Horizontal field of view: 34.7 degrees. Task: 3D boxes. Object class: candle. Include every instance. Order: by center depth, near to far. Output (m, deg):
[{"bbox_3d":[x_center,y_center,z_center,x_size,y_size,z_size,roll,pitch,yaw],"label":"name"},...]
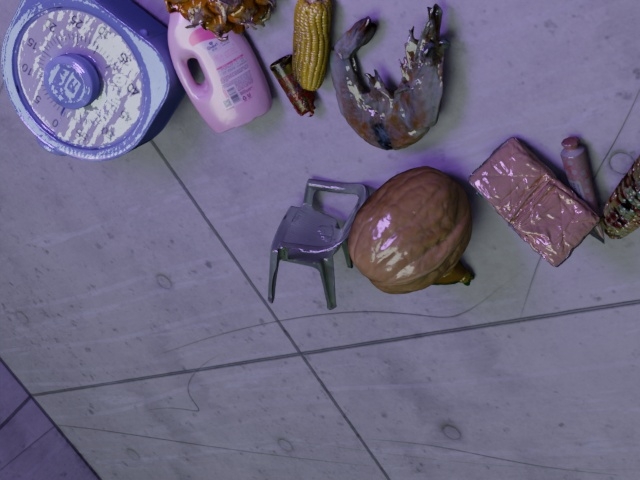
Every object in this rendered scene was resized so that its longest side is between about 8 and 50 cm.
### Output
[{"bbox_3d":[-0.048,-0.300,2.024,0.052,0.052,0.130,-11,118,42],"label":"candle"}]

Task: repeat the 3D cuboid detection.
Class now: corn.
[{"bbox_3d":[0.555,-0.093,1.740,0.086,0.086,0.253,33,142,8],"label":"corn"},{"bbox_3d":[-0.017,-0.372,1.923,0.072,0.072,0.203,23,138,18],"label":"corn"}]

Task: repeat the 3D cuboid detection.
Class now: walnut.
[{"bbox_3d":[0.176,-0.020,1.970,0.225,0.261,0.225,46,172,8],"label":"walnut"}]

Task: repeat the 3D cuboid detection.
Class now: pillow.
[{"bbox_3d":[0.379,-0.071,1.830,0.126,0.043,0.232,-45,75,7],"label":"pillow"}]

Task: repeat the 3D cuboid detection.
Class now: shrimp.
[{"bbox_3d":[0.128,-0.307,1.878,0.247,0.085,0.360,41,143,9],"label":"shrimp"}]

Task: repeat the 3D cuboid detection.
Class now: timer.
[{"bbox_3d":[-0.491,-0.335,2.147,0.395,0.173,0.394,6,113,16],"label":"timer"}]

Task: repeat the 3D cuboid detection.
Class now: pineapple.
[{"bbox_3d":[-0.192,-0.475,1.906,0.236,0.186,0.114,10,150,-35],"label":"pineapple"}]

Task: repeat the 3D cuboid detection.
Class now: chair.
[{"bbox_3d":[0.000,0.000,2.157,0.191,0.203,0.274,14,143,11],"label":"chair"}]

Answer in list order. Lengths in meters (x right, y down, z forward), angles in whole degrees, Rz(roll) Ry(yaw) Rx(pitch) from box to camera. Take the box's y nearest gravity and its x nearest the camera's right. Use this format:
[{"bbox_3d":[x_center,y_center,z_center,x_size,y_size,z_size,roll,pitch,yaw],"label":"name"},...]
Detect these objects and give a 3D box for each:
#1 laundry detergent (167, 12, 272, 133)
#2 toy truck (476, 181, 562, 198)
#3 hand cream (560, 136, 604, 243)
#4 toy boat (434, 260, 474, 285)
[{"bbox_3d":[-0.226,-0.383,2.034,0.159,0.088,0.335,-25,112,7],"label":"laundry detergent"},{"bbox_3d":[0.374,-0.083,1.901,0.154,0.080,0.078,24,164,18],"label":"toy truck"},{"bbox_3d":[0.469,-0.090,1.837,0.067,0.043,0.209,44,160,60],"label":"hand cream"},{"bbox_3d":[0.208,0.040,2.133,0.230,0.088,0.088,21,175,20],"label":"toy boat"}]
